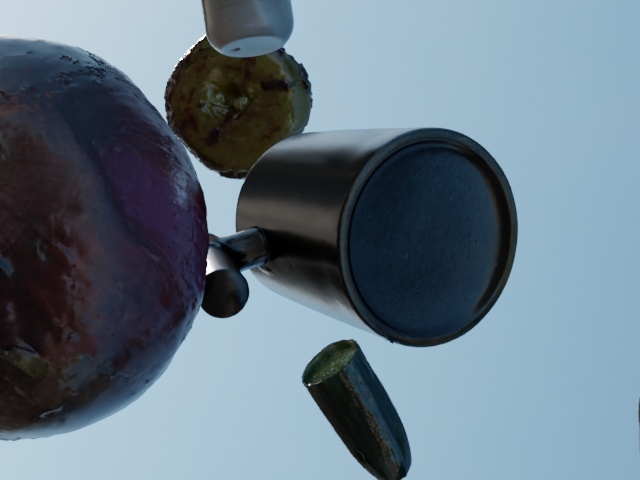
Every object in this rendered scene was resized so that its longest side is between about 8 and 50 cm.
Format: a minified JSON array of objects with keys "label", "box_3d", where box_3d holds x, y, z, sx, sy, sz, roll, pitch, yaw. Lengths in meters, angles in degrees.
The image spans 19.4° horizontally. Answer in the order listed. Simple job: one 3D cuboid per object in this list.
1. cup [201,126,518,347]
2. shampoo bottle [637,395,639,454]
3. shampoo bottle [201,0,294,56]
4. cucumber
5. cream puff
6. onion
[{"label":"cup","box_3d":[0.006,-0.016,1.447,0.177,0.239,0.166,13,-86,57]},{"label":"shampoo bottle","box_3d":[0.406,0.138,1.331,0.084,0.350,0.125,-152,-122,-82]},{"label":"shampoo bottle","box_3d":[-0.068,-0.249,1.528,0.074,0.074,0.192,-28,-114,60]},{"label":"cucumber","box_3d":[0.031,0.121,1.281,0.105,0.048,0.048,58,-28,-10]},{"label":"cream puff","box_3d":[-0.074,-0.135,1.797,0.084,0.149,0.149,-54,134,-72]},{"label":"onion","box_3d":[-0.206,-0.002,1.212,0.276,0.276,0.276,36,-45,46]}]
